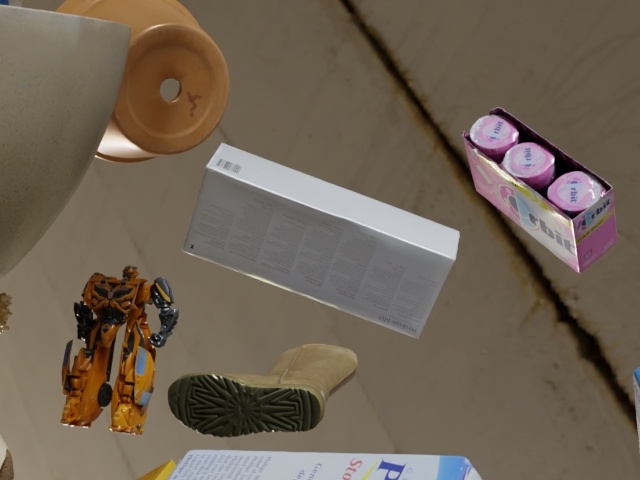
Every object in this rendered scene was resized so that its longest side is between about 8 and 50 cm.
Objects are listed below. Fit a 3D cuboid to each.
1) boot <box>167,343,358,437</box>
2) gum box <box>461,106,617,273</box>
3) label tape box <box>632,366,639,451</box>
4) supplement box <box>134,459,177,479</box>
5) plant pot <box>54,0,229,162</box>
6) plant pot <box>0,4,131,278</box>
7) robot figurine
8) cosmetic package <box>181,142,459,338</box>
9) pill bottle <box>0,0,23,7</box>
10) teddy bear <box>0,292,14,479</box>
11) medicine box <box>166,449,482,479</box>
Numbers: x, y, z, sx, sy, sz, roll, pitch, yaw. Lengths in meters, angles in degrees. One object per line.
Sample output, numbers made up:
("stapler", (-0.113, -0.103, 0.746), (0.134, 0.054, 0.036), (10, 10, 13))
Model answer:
("boot", (-0.078, 0.216, 1.593), (0.236, 0.269, 0.089), (7, -81, 9))
("gum box", (0.245, -0.062, 1.206), (0.188, 0.062, 0.107), (44, -12, 36))
("label tape box", (0.383, 0.235, 0.987), (0.249, 0.115, 0.348), (-102, 172, -47))
("supplement box", (-0.226, 0.436, 1.433), (0.191, 0.129, 0.194), (-34, -82, 36))
("plant pot", (-0.275, -0.251, 1.659), (0.203, 0.291, 0.291), (25, -67, 54))
("plant pot", (-0.283, -0.071, 0.748), (0.284, 0.284, 0.191), (17, -75, 53))
("robot figurine", (-0.357, 0.184, 1.849), (0.211, 0.085, 0.291), (2, -101, 22))
("cosmetic package", (0.000, 0.000, 0.994), (0.060, 0.239, 0.099), (-70, -179, -60))
("pill bottle", (-0.488, -0.357, 1.463), (0.124, 0.221, 0.124), (42, -32, 33))
("teddy bear", (-0.329, 0.143, 0.831), (0.338, 0.113, 0.245), (-10, -134, 46))
("medicine box", (0.024, 0.303, 0.821), (0.289, 0.149, 0.263), (-8, -54, 39))
